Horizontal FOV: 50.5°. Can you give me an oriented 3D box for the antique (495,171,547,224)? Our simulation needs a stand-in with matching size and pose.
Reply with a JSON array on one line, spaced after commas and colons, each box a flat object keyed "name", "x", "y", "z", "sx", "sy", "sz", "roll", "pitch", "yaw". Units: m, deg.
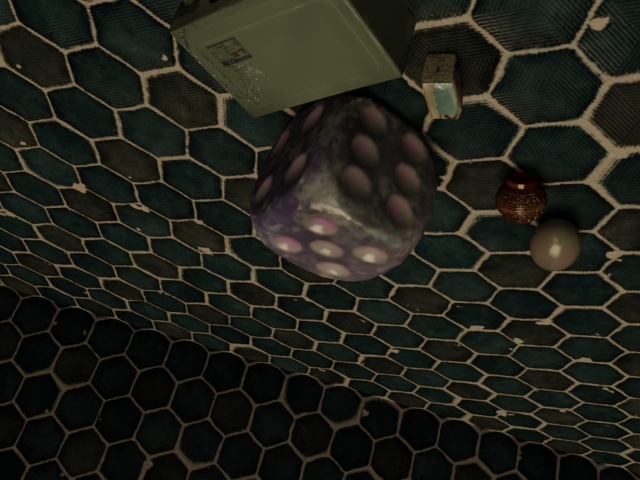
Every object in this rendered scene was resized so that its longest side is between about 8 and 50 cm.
[{"name": "antique", "x": 0.395, "y": -0.079, "z": 1.338, "sx": 0.104, "sy": 0.104, "sz": 0.104, "roll": 13, "pitch": 151, "yaw": 7}]

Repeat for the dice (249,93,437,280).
[{"name": "dice", "x": 0.044, "y": -0.097, "z": 1.317, "sx": 0.270, "sy": 0.270, "sz": 0.271, "roll": 30, "pitch": 149, "yaw": -24}]

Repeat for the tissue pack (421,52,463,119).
[{"name": "tissue pack", "x": 0.208, "y": -0.259, "z": 1.149, "sx": 0.059, "sy": 0.074, "sz": 0.094, "roll": 1, "pitch": 151, "yaw": 21}]

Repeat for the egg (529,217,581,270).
[{"name": "egg", "x": 0.496, "y": 0.008, "z": 1.434, "sx": 0.103, "sy": 0.103, "sz": 0.135, "roll": 10, "pitch": 149, "yaw": 13}]

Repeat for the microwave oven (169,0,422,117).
[{"name": "microwave oven", "x": -0.034, "y": -0.343, "z": 1.019, "sx": 0.295, "sy": 0.181, "sz": 0.237, "roll": -7, "pitch": 145, "yaw": 38}]
